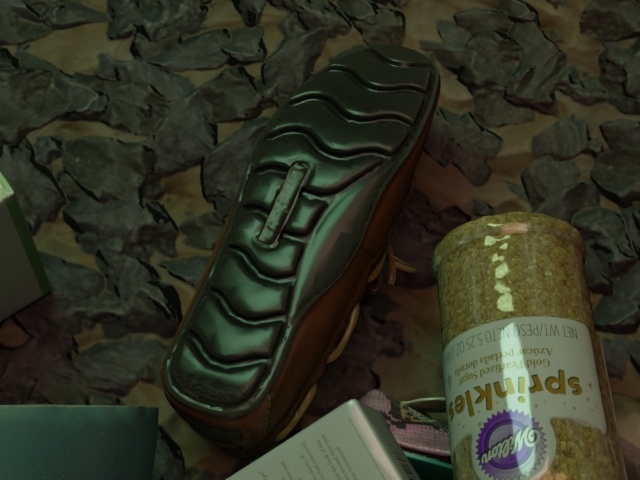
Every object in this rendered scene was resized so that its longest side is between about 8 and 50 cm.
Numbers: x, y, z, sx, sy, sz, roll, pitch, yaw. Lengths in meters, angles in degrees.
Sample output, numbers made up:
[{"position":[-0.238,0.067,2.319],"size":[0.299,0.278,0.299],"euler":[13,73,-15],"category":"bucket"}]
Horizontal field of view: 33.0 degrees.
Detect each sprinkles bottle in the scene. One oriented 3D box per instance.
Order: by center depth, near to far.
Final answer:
[{"position":[0.148,0.155,0.744],"size":[0.121,0.121,0.355],"euler":[1,57,-4],"category":"sprinkles bottle"}]

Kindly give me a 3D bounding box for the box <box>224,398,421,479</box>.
[{"position":[-0.004,0.215,0.773],"size":[0.171,0.091,0.130],"euler":[-33,69,6],"category":"box"}]

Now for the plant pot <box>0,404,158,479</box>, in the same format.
[{"position":[-0.251,0.209,0.702],"size":[0.290,0.290,0.195],"euler":[-1,80,-5],"category":"plant pot"}]

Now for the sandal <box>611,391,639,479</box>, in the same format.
[{"position":[0.315,0.225,0.827],"size":[0.303,0.086,0.120],"euler":[34,66,12],"category":"sandal"}]

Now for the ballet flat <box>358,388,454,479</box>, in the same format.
[{"position":[0.128,0.168,0.852],"size":[0.222,0.077,0.079],"euler":[17,59,9],"category":"ballet flat"}]

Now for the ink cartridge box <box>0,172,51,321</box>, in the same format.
[{"position":[-0.326,0.051,0.816],"size":[0.235,0.171,0.056],"euler":[-34,70,-19],"category":"ink cartridge box"}]

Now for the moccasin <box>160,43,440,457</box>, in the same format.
[{"position":[0.003,0.001,0.899],"size":[0.139,0.147,0.380],"euler":[12,66,18],"category":"moccasin"}]
